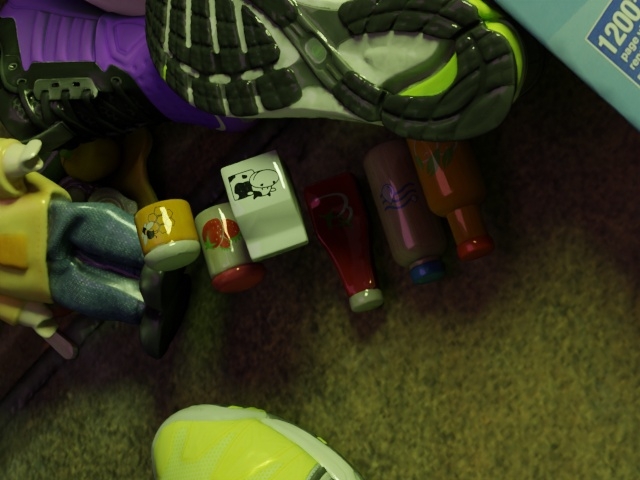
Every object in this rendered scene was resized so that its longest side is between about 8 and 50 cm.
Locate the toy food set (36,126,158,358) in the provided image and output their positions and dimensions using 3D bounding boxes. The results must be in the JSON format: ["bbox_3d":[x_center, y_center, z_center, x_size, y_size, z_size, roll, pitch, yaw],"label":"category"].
[{"bbox_3d":[-0.213,-0.008,1.283,0.128,0.071,0.218,45,115,32],"label":"toy food set"}]

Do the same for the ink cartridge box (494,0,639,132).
[{"bbox_3d":[0.209,-0.230,0.901,0.395,0.151,0.270,49,117,32],"label":"ink cartridge box"}]

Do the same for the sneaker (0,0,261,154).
[{"bbox_3d":[-0.162,-0.113,1.192,0.146,0.102,0.293,-48,44,-14],"label":"sneaker"}]

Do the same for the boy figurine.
[{"bbox_3d":[-0.238,-0.006,1.200,0.285,0.092,0.177,15,129,6],"label":"boy figurine"}]

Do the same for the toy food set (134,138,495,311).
[{"bbox_3d":[0.000,0.000,1.071,0.232,0.111,0.104,-19,74,5],"label":"toy food set"}]

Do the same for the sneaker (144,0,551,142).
[{"bbox_3d":[0.014,-0.128,1.024,0.300,0.121,0.111,18,110,30],"label":"sneaker"}]

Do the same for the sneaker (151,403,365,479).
[{"bbox_3d":[-0.017,0.263,1.059,0.145,0.147,0.384,-52,57,27],"label":"sneaker"}]
